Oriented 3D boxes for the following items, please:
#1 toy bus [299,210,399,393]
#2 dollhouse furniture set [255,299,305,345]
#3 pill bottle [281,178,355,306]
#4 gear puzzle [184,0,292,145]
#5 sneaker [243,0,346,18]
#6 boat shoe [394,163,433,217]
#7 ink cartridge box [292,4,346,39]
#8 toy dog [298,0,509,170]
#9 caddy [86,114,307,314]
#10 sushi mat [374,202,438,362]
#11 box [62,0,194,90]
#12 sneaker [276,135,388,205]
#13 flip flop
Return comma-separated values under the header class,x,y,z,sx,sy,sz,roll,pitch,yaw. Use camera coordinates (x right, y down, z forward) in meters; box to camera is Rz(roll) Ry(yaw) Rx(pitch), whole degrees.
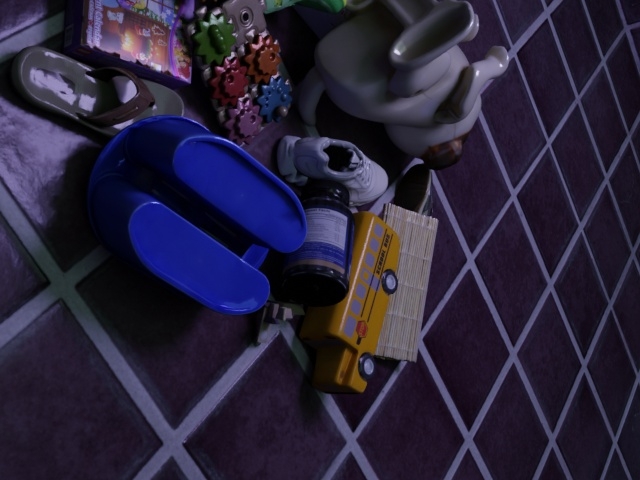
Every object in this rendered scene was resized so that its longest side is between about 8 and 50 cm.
class,x,y,z,sx,sy,sz,roll,pitch,yaw
toy bus,0.056,0.120,1.469,0.130,0.108,0.333,39,57,-37
dollhouse furniture set,-0.064,0.153,1.363,0.114,0.091,0.081,9,93,-50
pill bottle,0.000,0.000,1.403,0.122,0.122,0.219,39,44,-37
gear puzzle,-0.132,-0.327,1.282,0.175,0.044,0.339,-42,133,-28
sneaker,-0.098,-0.449,1.369,0.295,0.109,0.124,10,96,-21
boat shoe,0.209,-0.056,1.696,0.073,0.080,0.224,29,69,-48
ink cartridge box,0.017,-0.526,1.547,0.139,0.082,0.191,43,56,-35
toy dog,0.188,-0.302,1.533,0.395,0.284,0.408,-46,146,6
caddy,-0.188,-0.038,1.179,0.341,0.179,0.241,39,79,-38
sushi mat,0.166,0.092,1.603,0.151,0.019,0.317,14,83,-34
box,-0.292,-0.405,1.204,0.200,0.057,0.294,10,76,-47
sneaker,0.050,-0.137,1.500,0.292,0.118,0.110,12,74,-48
flip flop,-0.314,-0.216,1.133,0.277,0.080,0.112,17,72,-45
